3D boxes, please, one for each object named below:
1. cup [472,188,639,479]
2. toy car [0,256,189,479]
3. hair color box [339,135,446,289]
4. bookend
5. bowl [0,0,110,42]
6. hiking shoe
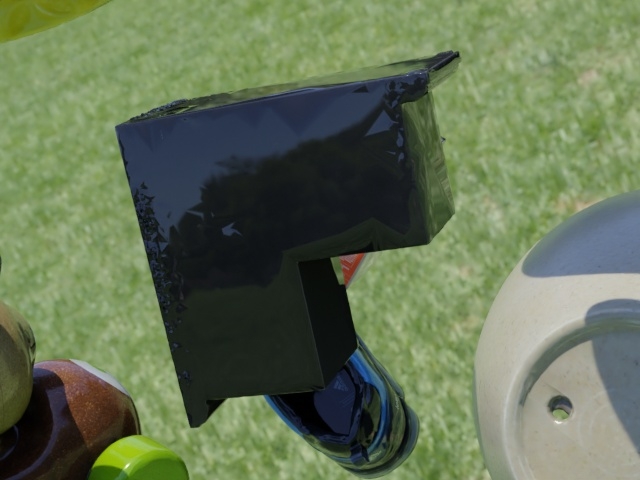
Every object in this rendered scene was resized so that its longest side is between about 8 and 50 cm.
[{"bbox_3d":[0.247,0.122,0.937,0.331,0.331,0.237,-17,-6,24],"label":"cup"},{"bbox_3d":[-0.172,0.065,0.661,0.149,0.188,0.155,-24,29,-34],"label":"toy car"},{"bbox_3d":[0.048,-0.032,1.078,0.141,0.043,0.072,-61,-12,27],"label":"hair color box"},{"bbox_3d":[0.000,0.000,0.618,0.157,0.156,0.072,-8,13,21],"label":"bookend"},{"bbox_3d":[-0.208,-0.273,0.781,0.289,0.156,0.290,-10,50,12],"label":"bowl"},{"bbox_3d":[-0.029,0.073,1.111,0.113,0.304,0.132,-45,-22,2],"label":"hiking shoe"}]
